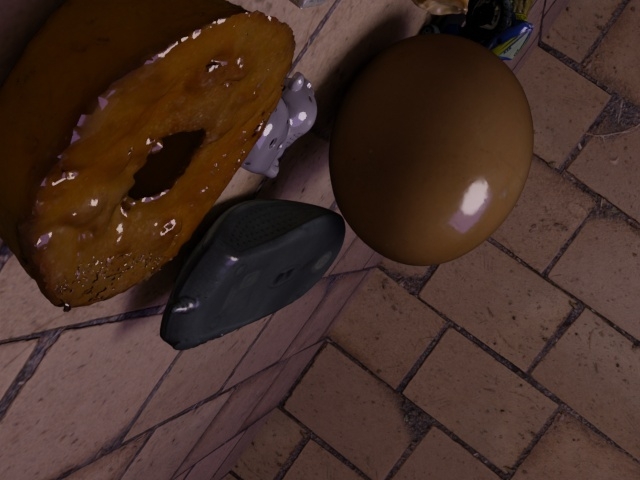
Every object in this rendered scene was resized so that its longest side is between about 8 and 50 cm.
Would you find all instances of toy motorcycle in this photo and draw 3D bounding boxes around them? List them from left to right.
[{"bbox_3d":[0.238,-0.287,1.353,0.113,0.169,0.315,2,147,-35],"label":"toy motorcycle"}]

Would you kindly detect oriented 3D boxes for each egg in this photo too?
[{"bbox_3d":[0.162,-0.133,1.170,0.301,0.300,0.374,106,-1,-61],"label":"egg"}]

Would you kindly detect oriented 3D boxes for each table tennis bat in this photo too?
[{"bbox_3d":[0.236,-0.412,1.401,0.173,0.022,0.301,-50,170,-13],"label":"table tennis bat"}]

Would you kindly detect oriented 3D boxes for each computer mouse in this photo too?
[{"bbox_3d":[-0.104,0.029,1.102,0.371,0.121,0.188,-23,146,-56],"label":"computer mouse"}]

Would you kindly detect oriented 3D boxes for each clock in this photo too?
[{"bbox_3d":[-0.059,-0.139,0.866,0.117,0.080,0.176,-54,170,8],"label":"clock"}]

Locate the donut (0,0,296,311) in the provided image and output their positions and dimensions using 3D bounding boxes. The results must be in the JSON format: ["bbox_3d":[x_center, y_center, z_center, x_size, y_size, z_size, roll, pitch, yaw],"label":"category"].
[{"bbox_3d":[-0.146,-0.082,0.606,0.278,0.108,0.277,-50,169,-13],"label":"donut"}]

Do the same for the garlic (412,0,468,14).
[{"bbox_3d":[0.179,-0.376,0.889,0.245,0.164,0.145,-48,151,22],"label":"garlic"}]

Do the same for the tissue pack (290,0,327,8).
[{"bbox_3d":[-0.003,-0.276,0.775,0.062,0.042,0.083,-34,158,-56],"label":"tissue pack"}]

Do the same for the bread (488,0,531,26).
[{"bbox_3d":[0.332,-0.465,1.364,0.196,0.102,0.138,89,22,-60],"label":"bread"}]
